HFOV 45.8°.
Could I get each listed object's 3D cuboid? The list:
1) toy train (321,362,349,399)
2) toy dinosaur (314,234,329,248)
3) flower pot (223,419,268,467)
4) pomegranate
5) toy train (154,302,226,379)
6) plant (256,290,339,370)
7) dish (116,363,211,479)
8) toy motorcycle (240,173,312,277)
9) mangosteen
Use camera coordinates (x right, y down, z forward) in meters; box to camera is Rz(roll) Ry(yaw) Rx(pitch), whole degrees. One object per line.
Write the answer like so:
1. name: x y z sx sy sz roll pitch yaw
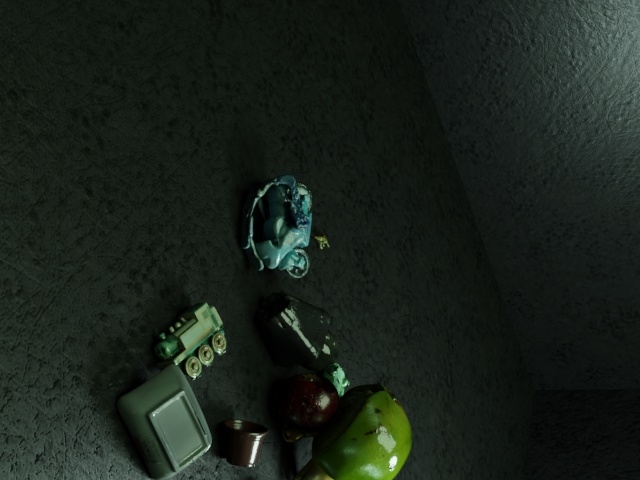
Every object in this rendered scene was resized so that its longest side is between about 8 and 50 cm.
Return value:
1. toy train: 0.027 0.430 2.177 0.099 0.081 0.149 53 35 -41
2. toy dinosaur: 0.002 0.003 2.268 0.113 0.026 0.041 -2 79 -70
3. flower pot: -0.182 0.479 1.777 0.111 0.111 0.089 11 89 -60
4. pomegranate: 0.100 0.557 1.999 0.216 0.359 0.310 36 2 -7
5. toy train: -0.287 0.225 1.661 0.194 0.080 0.125 -41 109 -53
6. plant: -0.058 0.245 2.000 0.256 0.141 0.164 48 43 -29
7. dish: -0.301 0.378 1.543 0.151 0.077 0.213 -33 115 -32
8. toy motorcycle: -0.110 -0.039 1.979 0.206 0.154 0.260 11 77 -36
9. mangosteen: -0.037 0.437 1.985 0.166 0.166 0.180 -22 130 -60
